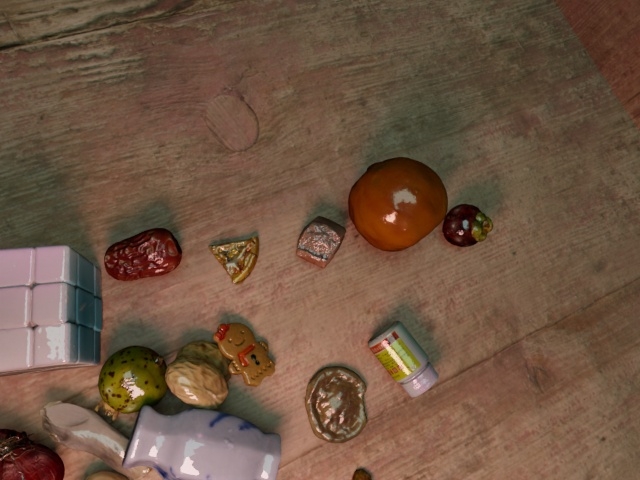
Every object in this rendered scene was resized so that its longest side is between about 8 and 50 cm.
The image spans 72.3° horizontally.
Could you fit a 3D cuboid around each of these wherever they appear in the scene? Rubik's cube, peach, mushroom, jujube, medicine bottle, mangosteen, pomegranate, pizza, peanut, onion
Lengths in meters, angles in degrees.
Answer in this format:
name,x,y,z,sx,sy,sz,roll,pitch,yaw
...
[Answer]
name,x,y,z,sx,sy,sz,roll,pitch,yaw
Rubik's cube,-0.818,0.207,1.218,0.319,0.322,0.315,-5,74,-13
peach,0.255,-0.131,1.501,0.343,0.343,0.301,-38,86,-18
mushroom,-0.637,0.573,1.255,0.352,0.097,0.109,32,101,-3
jujube,-0.566,0.048,1.404,0.231,0.155,0.155,-14,77,-4
medicine bottle,0.274,0.390,1.455,0.139,0.139,0.225,-36,83,-18
mangosteen,0.547,-0.053,1.615,0.166,0.180,0.165,-6,100,-34
pomegranate,-0.549,0.428,1.285,0.199,0.198,0.245,14,107,-6
pizza,-0.298,0.041,1.508,0.176,0.036,0.184,32,71,0
peanut,-0.357,0.397,1.317,0.197,0.233,0.110,37,104,-12
onion,-0.829,0.623,1.155,0.281,0.281,0.221,45,28,5

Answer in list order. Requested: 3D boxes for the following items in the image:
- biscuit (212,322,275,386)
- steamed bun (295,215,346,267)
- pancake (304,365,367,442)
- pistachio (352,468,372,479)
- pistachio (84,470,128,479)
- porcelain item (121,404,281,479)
name,x,y,z,sx,sy,sz,roll,pitch,yaw
biscuit,-0.240,0.350,1.389,0.225,0.036,0.166,53,40,10
steamed bun,0.000,0.000,1.537,0.145,0.106,0.175,30,73,-1
pancake,0.055,0.532,1.426,0.223,0.042,0.236,22,72,-6
pistachio,0.129,0.806,1.355,0.090,0.049,0.172,-4,74,-11
pistachio,-0.577,0.728,1.210,0.200,0.117,0.145,47,37,-4
porcelain item,-0.327,0.592,1.232,0.406,0.242,0.178,20,49,-16
